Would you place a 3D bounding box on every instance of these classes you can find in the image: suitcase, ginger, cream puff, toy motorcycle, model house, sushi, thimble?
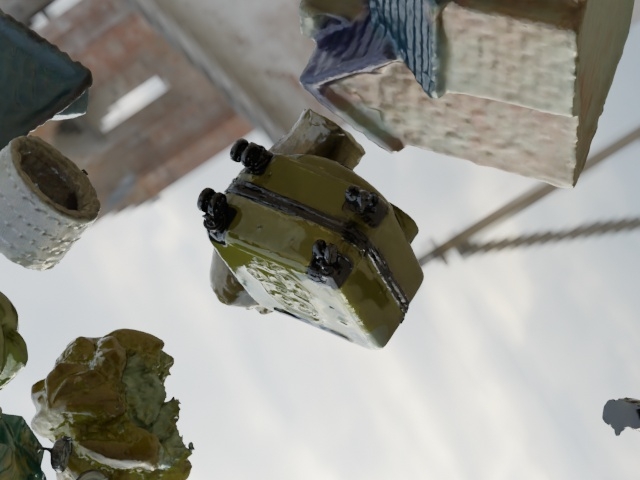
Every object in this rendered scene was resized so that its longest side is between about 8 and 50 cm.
[{"bbox_3d":[0.000,0.000,1.999,0.194,0.143,0.235,22,161,29],"label":"suitcase"},{"bbox_3d":[-0.048,-0.033,2.170,0.116,0.263,0.109,34,-166,8],"label":"ginger"},{"bbox_3d":[-0.270,0.215,2.264,0.195,0.195,0.221,26,-136,-65],"label":"cream puff"},{"bbox_3d":[-0.350,0.274,1.994,0.296,0.109,0.198,73,-152,-60],"label":"toy motorcycle"},{"bbox_3d":[-0.506,-0.162,2.440,0.339,0.360,0.297,-6,-89,-43],"label":"model house"},{"bbox_3d":[0.365,0.204,2.132,0.046,0.044,0.083,4,-177,-28],"label":"sushi"},{"bbox_3d":[0.122,-0.227,1.652,0.312,0.280,0.245,82,-153,-58],"label":"model house"},{"bbox_3d":[-0.284,-0.035,1.830,0.102,0.090,0.115,-1,-129,-57],"label":"thimble"}]

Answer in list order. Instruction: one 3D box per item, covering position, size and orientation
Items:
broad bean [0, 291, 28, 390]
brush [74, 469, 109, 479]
[{"bbox_3d":[-0.325,0.072,1.531,0.082,0.174,0.124,-60,-23,-44],"label":"broad bean"},{"bbox_3d":[-0.234,0.398,2.150,0.068,0.060,0.297,-34,-71,-41],"label":"brush"}]
